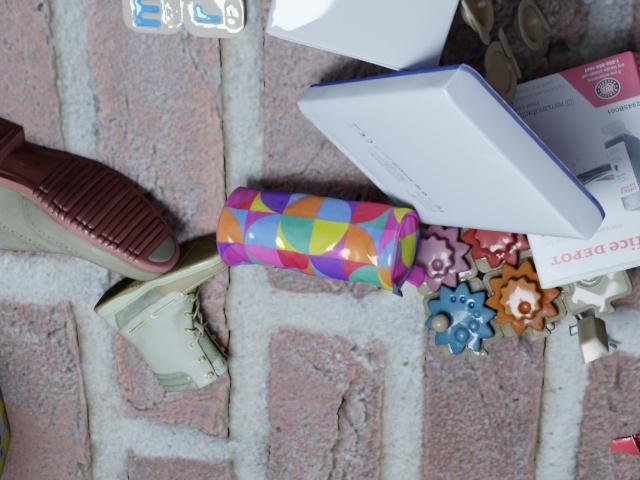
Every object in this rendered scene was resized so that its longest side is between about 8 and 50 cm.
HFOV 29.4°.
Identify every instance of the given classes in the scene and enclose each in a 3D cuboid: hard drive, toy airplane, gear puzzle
[{"bbox_3d":[0.120,-0.087,1.241,0.210,0.319,0.040,43,76,-21],"label":"hard drive"},{"bbox_3d":[0.411,0.294,1.526,0.151,0.028,0.151,5,118,9],"label":"toy airplane"},{"bbox_3d":[0.256,0.015,1.368,0.339,0.044,0.175,-22,86,23],"label":"gear puzzle"}]

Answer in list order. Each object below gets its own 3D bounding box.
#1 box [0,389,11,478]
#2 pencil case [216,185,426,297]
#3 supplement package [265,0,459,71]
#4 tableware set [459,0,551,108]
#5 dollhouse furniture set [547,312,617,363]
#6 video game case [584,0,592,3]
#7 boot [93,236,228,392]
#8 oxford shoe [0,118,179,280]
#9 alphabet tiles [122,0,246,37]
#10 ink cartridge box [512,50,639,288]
[{"bbox_3d":[-0.567,0.280,1.557,0.279,0.290,0.177,-6,117,-2],"label":"box"},{"bbox_3d":[0.000,0.000,1.403,0.236,0.104,0.104,11,120,20],"label":"pencil case"},{"bbox_3d":[0.071,-0.337,1.175,0.175,0.177,0.293,15,121,-4],"label":"supplement package"},{"bbox_3d":[0.182,-0.227,1.230,0.020,0.168,0.141,-9,131,36],"label":"tableware set"},{"bbox_3d":[0.306,0.127,1.414,0.091,0.114,0.081,-28,113,21],"label":"dollhouse furniture set"},{"bbox_3d":[0.294,-0.357,1.210,0.190,0.022,0.173,-34,106,27],"label":"video game case"},{"bbox_3d":[-0.160,0.097,1.525,0.213,0.077,0.165,-27,108,29],"label":"boot"},{"bbox_3d":[-0.332,-0.034,1.478,0.348,0.123,0.130,30,124,8],"label":"oxford shoe"},{"bbox_3d":[-0.151,-0.358,1.311,0.278,0.021,0.284,4,119,8],"label":"alphabet tiles"},{"bbox_3d":[0.284,-0.073,1.283,0.159,0.092,0.217,-16,92,20],"label":"ink cartridge box"}]
